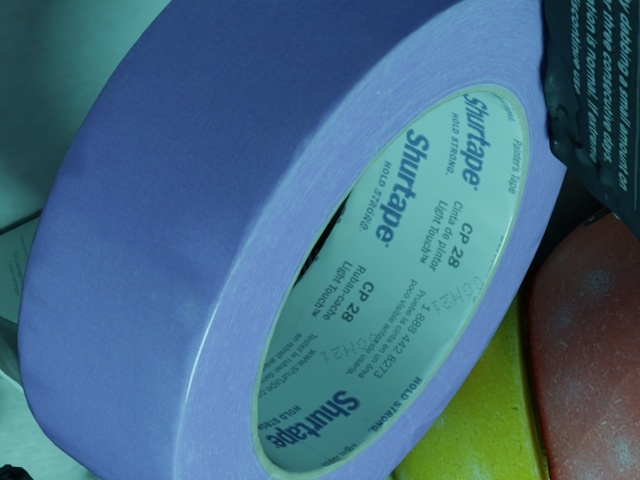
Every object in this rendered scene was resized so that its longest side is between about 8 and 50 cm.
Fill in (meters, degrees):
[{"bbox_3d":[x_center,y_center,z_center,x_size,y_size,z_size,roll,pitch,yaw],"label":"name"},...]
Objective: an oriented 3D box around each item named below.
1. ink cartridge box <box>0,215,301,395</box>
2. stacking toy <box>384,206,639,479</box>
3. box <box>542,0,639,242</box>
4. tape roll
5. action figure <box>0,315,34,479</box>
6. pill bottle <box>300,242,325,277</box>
[{"bbox_3d":[-0.091,0.024,0.816,0.150,0.063,0.109,-25,147,4],"label":"ink cartridge box"},{"bbox_3d":[0.161,0.107,0.938,0.480,0.351,0.350,-13,150,16],"label":"stacking toy"},{"bbox_3d":[0.399,-0.066,0.536,0.480,0.472,0.297,-30,149,-9],"label":"box"},{"bbox_3d":[0.000,0.000,0.693,0.275,0.090,0.275,-40,148,-32],"label":"tape roll"},{"bbox_3d":[-0.263,0.116,0.743,0.330,0.178,0.341,-39,174,36],"label":"action figure"},{"bbox_3d":[0.003,0.049,0.890,0.152,0.086,0.086,-29,147,12],"label":"pill bottle"}]
